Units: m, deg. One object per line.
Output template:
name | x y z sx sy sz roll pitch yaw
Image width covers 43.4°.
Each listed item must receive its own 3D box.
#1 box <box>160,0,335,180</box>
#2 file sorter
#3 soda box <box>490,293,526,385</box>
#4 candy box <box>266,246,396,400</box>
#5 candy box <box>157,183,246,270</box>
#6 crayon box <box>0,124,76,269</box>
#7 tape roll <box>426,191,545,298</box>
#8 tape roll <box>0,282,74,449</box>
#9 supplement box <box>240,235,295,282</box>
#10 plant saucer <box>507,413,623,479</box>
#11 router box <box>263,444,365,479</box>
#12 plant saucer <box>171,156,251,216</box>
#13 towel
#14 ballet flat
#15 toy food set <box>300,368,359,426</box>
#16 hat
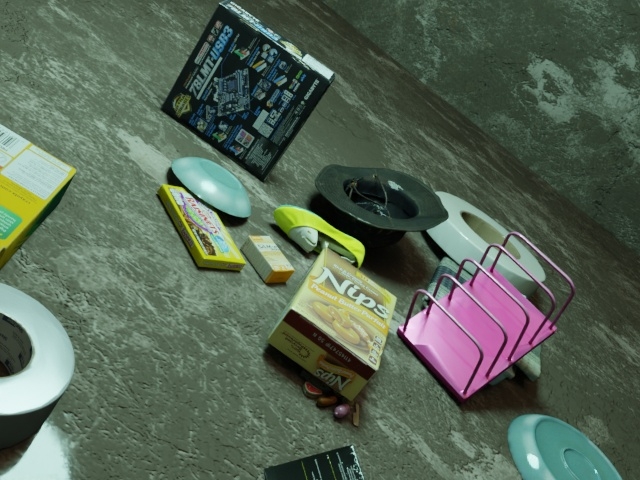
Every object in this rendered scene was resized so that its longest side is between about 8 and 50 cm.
box | -0.166 -0.333 1.806 0.293 0.296 0.073 35 27 -3
file sorter | 0.342 0.141 1.643 0.290 0.182 0.202 -29 62 -27
soda box | 0.390 0.206 1.771 0.069 0.074 0.216 27 52 -6
candy box | 0.031 0.143 1.492 0.183 0.088 0.316 36 22 -2
candy box | -0.227 -0.025 1.535 0.105 0.027 0.206 11 36 -48
crayon box | -0.518 -0.065 1.177 0.203 0.083 0.323 32 26 -11
tape roll | 0.447 0.010 2.217 0.392 0.072 0.392 30 21 -13
tape roll | -0.416 0.145 0.975 0.219 0.072 0.219 28 28 -16
supplement box | -0.104 0.036 1.575 0.062 0.036 0.098 0 44 -52
plant saucer | 0.518 0.472 1.629 0.317 0.044 0.318 29 28 -17
router box | 0.007 0.373 1.079 0.133 0.046 0.179 -13 43 -8
plant saucer | -0.215 -0.122 1.659 0.195 0.037 0.195 34 16 -11
towel | 0.397 0.189 1.947 0.324 0.056 0.312 36 23 3
ballet flat | 0.000 0.000 1.730 0.230 0.077 0.077 27 44 -24
toy food set | 0.019 0.266 1.371 0.122 0.019 0.078 31 27 -13
hat | 0.133 -0.058 1.913 0.331 0.134 0.331 13 28 -7
